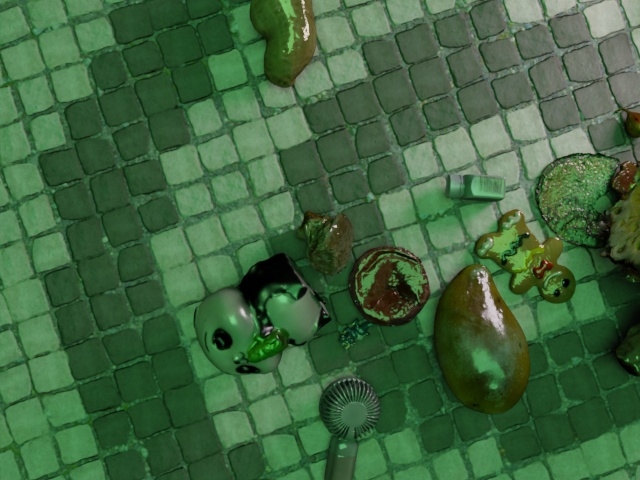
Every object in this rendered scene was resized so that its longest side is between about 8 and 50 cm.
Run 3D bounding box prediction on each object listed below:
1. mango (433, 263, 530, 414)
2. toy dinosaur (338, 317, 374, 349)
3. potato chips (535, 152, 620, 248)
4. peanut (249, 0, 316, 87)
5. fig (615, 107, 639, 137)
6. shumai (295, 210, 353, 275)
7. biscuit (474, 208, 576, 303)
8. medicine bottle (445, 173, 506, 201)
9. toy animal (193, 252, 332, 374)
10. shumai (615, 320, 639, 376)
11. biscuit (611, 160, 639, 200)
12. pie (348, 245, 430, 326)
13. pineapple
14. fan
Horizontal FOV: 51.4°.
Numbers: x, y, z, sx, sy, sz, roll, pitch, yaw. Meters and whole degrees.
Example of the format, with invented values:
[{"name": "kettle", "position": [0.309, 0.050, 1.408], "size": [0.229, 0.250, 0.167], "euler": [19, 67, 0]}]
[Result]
[{"name": "mango", "position": [0.338, 0.208, 1.406], "size": [0.193, 0.146, 0.316], "euler": [-8, 83, -9]}, {"name": "toy dinosaur", "position": [0.078, 0.203, 1.453], "size": [0.083, 0.030, 0.047], "euler": [-42, 91, -1]}, {"name": "potato chips", "position": [0.584, -0.086, 1.476], "size": [0.202, 0.029, 0.219], "euler": [-16, 87, -1]}, {"name": "peanut", "position": [-0.077, -0.457, 1.419], "size": [0.137, 0.122, 0.253], "euler": [-11, 94, 8]}, {"name": "fig", "position": [0.691, -0.265, 1.473], "size": [0.050, 0.050, 0.083], "euler": [-39, 71, -2]}, {"name": "shumai", "position": [0.002, -0.003, 1.420], "size": [0.116, 0.145, 0.145], "euler": [14, 89, 23]}, {"name": "biscuit", "position": [0.465, 0.046, 1.465], "size": [0.240, 0.035, 0.158], "euler": [40, 91, 0]}, {"name": "medicine bottle", "position": [0.335, -0.115, 1.443], "size": [0.118, 0.074, 0.054], "euler": [3, 90, 0]}, {"name": "toy animal", "position": [-0.123, 0.162, 1.361], "size": [0.267, 0.212, 0.212], "euler": [-40, 90, -5]}, {"name": "shumai", "position": [0.717, 0.250, 1.426], "size": [0.201, 0.201, 0.120], "euler": [49, 130, 0]}, {"name": "biscuit", "position": [0.693, -0.114, 1.470], "size": [0.120, 0.019, 0.129], "euler": [-28, 101, -17]}, {"name": "pie", "position": [0.150, 0.100, 1.448], "size": [0.183, 0.049, 0.182], "euler": [0, 88, -6]}, {"name": "pineapple", "position": [0.774, -0.013, 1.319], "size": [0.300, 0.352, 0.352], "euler": [24, 88, -18]}, {"name": "fan", "position": [0.053, 0.418, 1.433], "size": [0.130, 0.074, 0.244], "euler": [10, 94, -12]}]
